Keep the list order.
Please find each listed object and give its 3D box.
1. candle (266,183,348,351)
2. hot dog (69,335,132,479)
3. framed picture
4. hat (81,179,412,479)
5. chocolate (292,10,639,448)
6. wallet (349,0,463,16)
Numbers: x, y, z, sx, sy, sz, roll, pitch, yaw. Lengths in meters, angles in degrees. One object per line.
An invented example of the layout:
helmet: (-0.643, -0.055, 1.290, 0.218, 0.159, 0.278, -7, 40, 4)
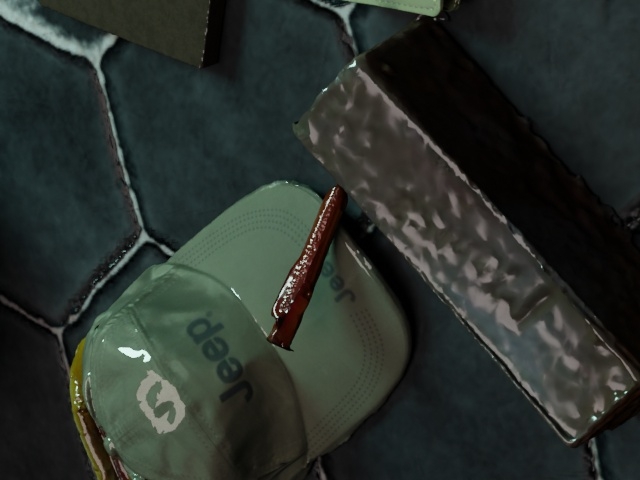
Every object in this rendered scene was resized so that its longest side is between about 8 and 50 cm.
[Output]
candle: (-0.001, 0.000, 1.359, 0.026, 0.021, 0.167, 24, 94, 17)
hot dog: (-0.145, 0.190, 1.542, 0.084, 0.073, 0.243, -18, 95, 44)
framed picture: (-0.144, -0.219, 1.428, 0.168, 0.023, 0.128, 23, 119, 28)
hat: (-0.069, 0.082, 1.417, 0.214, 0.149, 0.245, 50, 138, 10)
chocolate: (0.114, -0.009, 1.259, 0.321, 0.112, 0.112, 50, 126, 11)
wallet: (0.056, -0.238, 1.267, 0.110, 0.039, 0.155, 16, 114, 35)
